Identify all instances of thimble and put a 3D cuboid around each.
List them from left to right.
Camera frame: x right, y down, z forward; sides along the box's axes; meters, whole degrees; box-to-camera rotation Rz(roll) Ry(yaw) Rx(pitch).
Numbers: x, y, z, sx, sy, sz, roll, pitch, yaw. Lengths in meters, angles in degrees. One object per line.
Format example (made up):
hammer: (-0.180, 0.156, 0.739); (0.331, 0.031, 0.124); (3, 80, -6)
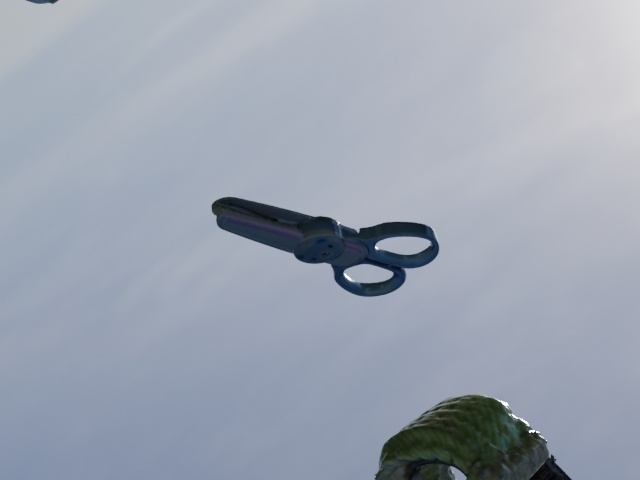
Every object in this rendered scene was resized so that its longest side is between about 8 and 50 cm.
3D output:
thimble: (0.181, 0.304, 1.871); (0.219, 0.219, 0.150); (-20, -173, 45)

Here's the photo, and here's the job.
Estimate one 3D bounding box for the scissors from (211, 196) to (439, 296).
scissors: (0.000, 0.000, 1.559); (0.125, 0.256, 0.030); (-41, -135, 40)

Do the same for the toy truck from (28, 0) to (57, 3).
toy truck: (-0.416, -0.366, 1.998); (0.115, 0.178, 0.080); (-34, -120, 34)

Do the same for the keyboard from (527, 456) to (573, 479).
keyboard: (0.237, 0.264, 1.215); (0.074, 0.196, 0.015); (-40, 174, -36)
